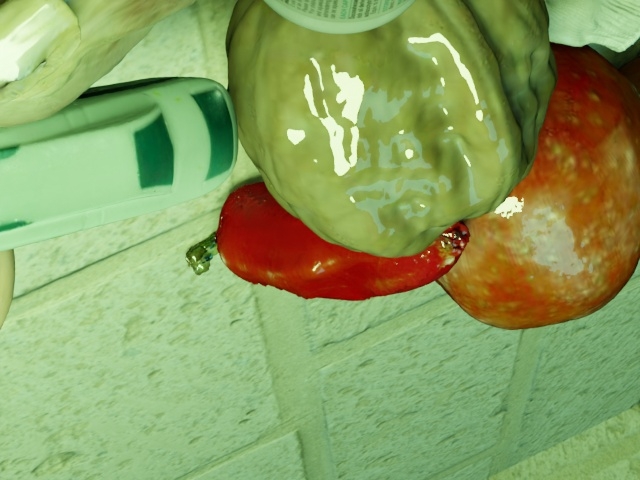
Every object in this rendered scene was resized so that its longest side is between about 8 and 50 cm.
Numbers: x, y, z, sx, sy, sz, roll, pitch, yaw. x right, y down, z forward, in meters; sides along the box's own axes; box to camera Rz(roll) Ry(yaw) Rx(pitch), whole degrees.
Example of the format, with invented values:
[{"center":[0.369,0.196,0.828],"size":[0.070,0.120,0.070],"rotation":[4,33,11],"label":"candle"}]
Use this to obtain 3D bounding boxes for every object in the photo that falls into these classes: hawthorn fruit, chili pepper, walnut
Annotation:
[{"center":[0.191,-0.060,1.307],"size":[0.284,0.284,0.284],"rotation":[-23,156,-11],"label":"hawthorn fruit"},{"center":[0.000,0.000,1.289],"size":[0.110,0.110,0.387],"rotation":[-8,-171,-37],"label":"chili pepper"},{"center":[0.056,-0.127,1.071],"size":[0.273,0.227,0.273],"rotation":[-4,120,-7],"label":"walnut"}]

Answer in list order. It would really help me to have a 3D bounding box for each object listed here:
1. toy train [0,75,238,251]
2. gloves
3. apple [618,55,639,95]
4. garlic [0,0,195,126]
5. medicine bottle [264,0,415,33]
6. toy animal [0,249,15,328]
[{"center":[-0.193,-0.038,0.842],"size":[0.407,0.087,0.088],"rotation":[-17,-166,-38],"label":"toy train"},{"center":[0.206,-0.222,1.202],"size":[0.229,0.097,0.119],"rotation":[14,94,-54],"label":"gloves"},{"center":[0.389,-0.099,1.504],"size":[0.201,0.218,0.218],"rotation":[-14,154,-10],"label":"apple"},{"center":[-0.167,-0.203,0.730],"size":[0.322,0.241,0.322],"rotation":[-45,162,-19],"label":"garlic"},{"center":[0.018,-0.229,0.860],"size":[0.135,0.135,0.215],"rotation":[-23,164,-11],"label":"medicine bottle"},{"center":[-0.369,0.019,0.911],"size":[0.326,0.269,0.237],"rotation":[17,144,0],"label":"toy animal"}]
